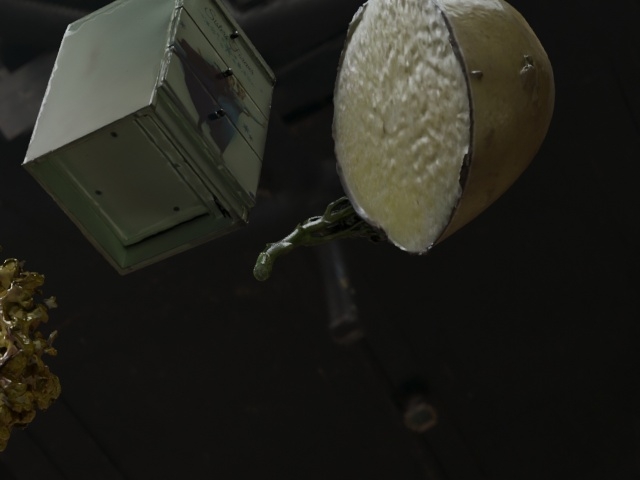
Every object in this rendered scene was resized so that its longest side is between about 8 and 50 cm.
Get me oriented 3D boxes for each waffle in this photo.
[{"bbox_3d":[-0.297,0.100,1.192,0.197,0.070,0.193,-15,54,11],"label":"waffle"}]

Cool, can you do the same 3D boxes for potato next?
[{"bbox_3d":[0.097,-0.089,1.039,0.117,0.202,0.182,-10,57,-25],"label":"potato"}]

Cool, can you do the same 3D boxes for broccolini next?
[{"bbox_3d":[-0.005,0.001,1.157,0.052,0.054,0.194,-8,13,37],"label":"broccolini"}]

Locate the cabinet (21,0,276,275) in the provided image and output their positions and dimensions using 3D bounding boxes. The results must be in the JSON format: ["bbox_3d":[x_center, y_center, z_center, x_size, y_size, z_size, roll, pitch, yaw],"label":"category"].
[{"bbox_3d":[-0.143,-0.107,1.318,0.150,0.145,0.206,-21,37,22],"label":"cabinet"}]
